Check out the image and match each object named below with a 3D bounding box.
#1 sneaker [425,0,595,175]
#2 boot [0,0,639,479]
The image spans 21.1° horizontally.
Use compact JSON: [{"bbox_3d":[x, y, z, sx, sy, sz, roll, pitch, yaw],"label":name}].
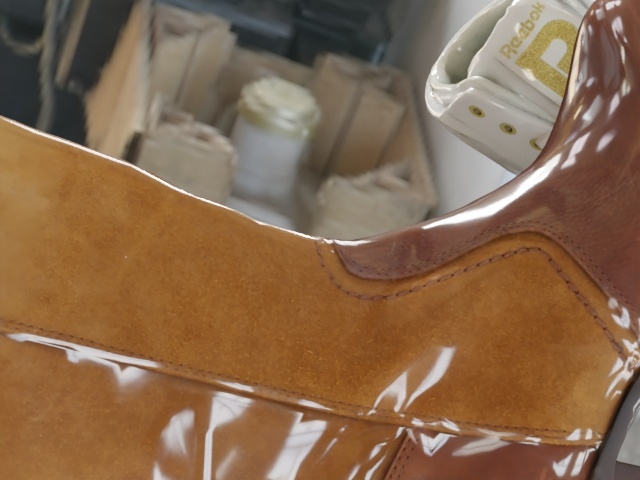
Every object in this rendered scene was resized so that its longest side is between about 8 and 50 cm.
[{"bbox_3d":[0.144,-0.038,0.745,0.169,0.108,0.292,37,-7,-23],"label":"sneaker"},{"bbox_3d":[0.000,0.000,0.617,0.280,0.264,0.096,15,-5,-13],"label":"boot"}]
